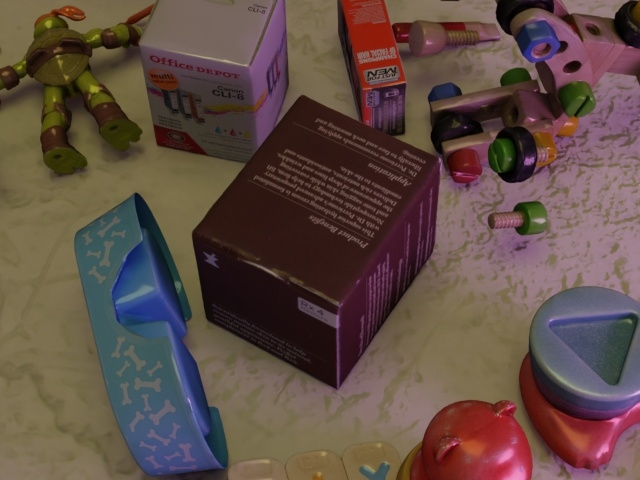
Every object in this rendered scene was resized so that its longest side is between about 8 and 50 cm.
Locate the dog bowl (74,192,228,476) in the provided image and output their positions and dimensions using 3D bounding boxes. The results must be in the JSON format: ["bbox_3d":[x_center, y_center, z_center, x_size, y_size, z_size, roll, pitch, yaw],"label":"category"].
[{"bbox_3d":[-0.168,0.095,1.355,0.074,0.166,0.297,-21,58,1],"label":"dog bowl"}]

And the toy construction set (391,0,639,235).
[{"bbox_3d":[0.245,-0.192,1.533,0.237,0.257,0.309,-5,31,-23],"label":"toy construction set"}]

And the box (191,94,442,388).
[{"bbox_3d":[0.000,0.000,1.404,0.168,0.167,0.203,27,61,17],"label":"box"}]

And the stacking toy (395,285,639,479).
[{"bbox_3d":[0.255,0.190,1.276,0.279,0.130,0.309,36,58,22],"label":"stacking toy"}]

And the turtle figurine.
[{"bbox_3d":[-0.276,-0.192,1.585,0.270,0.087,0.217,-19,58,-11],"label":"turtle figurine"}]

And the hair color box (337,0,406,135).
[{"bbox_3d":[0.056,-0.209,1.586,0.053,0.093,0.167,-10,56,-4],"label":"hair color box"}]

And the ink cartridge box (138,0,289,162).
[{"bbox_3d":[-0.112,-0.192,1.528,0.128,0.176,0.127,12,57,9],"label":"ink cartridge box"}]

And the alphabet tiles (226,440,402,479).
[{"bbox_3d":[0.024,0.301,1.257,0.284,0.021,0.278,-6,49,-14],"label":"alphabet tiles"}]
